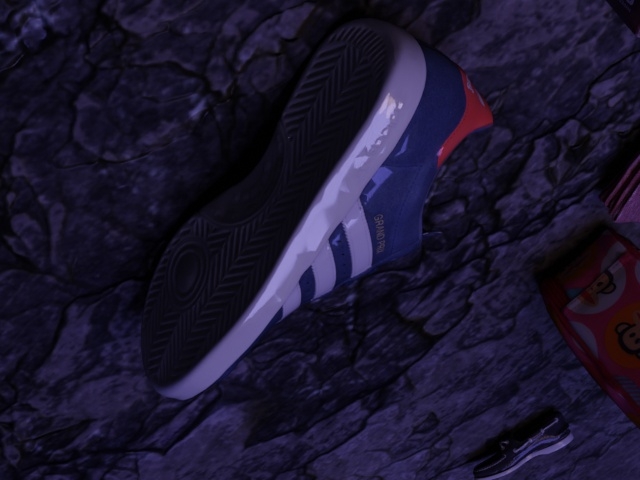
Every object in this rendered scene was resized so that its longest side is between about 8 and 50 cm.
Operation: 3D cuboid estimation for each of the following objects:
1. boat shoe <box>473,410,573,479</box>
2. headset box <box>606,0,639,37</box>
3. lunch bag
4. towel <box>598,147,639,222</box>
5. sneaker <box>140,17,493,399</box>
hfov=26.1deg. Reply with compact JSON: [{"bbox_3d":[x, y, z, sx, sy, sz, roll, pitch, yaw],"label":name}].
[{"bbox_3d":[0.228,0.237,1.589,0.125,0.038,0.046,-26,-173,5],"label":"boat shoe"},{"bbox_3d":[0.190,-0.276,0.766,0.110,0.218,0.293,-15,142,-19],"label":"headset box"},{"bbox_3d":[0.355,0.143,1.343,0.120,0.293,0.258,-40,143,7],"label":"lunch bag"},{"bbox_3d":[0.435,-0.110,1.306,0.329,0.037,0.237,1,133,-38],"label":"towel"},{"bbox_3d":[0.000,0.000,1.051,0.148,0.131,0.350,17,124,-40],"label":"sneaker"}]
